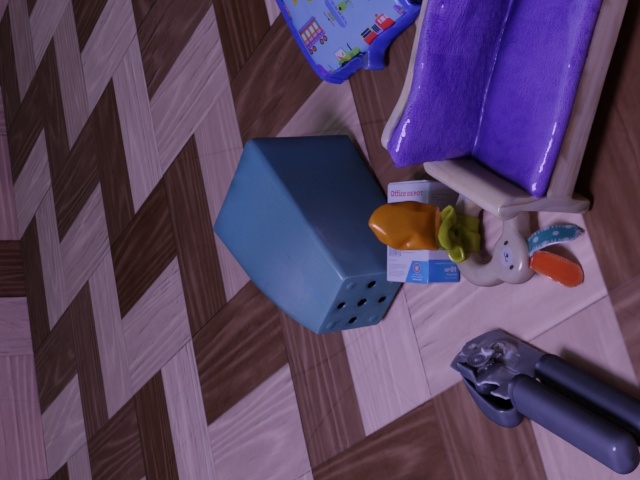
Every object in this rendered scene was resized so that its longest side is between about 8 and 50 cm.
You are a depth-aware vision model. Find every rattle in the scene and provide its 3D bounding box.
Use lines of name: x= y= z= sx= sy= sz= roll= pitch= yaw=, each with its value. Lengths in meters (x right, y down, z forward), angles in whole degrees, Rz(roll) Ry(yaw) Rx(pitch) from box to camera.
rattle: x=0.168 y=-0.005 z=1.186 sx=0.130 sy=0.142 sz=0.200 roll=-61 pitch=31 yaw=11

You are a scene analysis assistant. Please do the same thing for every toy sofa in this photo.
toy sofa: x=0.200 y=-0.212 z=1.087 sx=0.150 sy=0.177 sz=0.363 roll=40 pitch=123 yaw=54

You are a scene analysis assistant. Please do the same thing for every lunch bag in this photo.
lunch bag: x=0.027 y=-0.360 z=1.457 sx=0.221 sy=0.138 sz=0.293 roll=-32 pitch=72 yaw=53

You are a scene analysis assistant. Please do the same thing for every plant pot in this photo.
plant pot: x=0.000 y=0.000 z=1.460 sx=0.234 sy=0.165 sz=0.165 roll=55 pitch=136 yaw=33

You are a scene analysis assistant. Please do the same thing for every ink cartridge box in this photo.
ink cartridge box: x=0.124 y=-0.011 z=1.340 sx=0.088 sy=0.052 sz=0.122 roll=2 pitch=93 yaw=60

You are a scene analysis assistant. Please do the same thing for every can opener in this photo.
can opener: x=0.240 y=0.171 z=1.144 sx=0.283 sy=0.076 sz=0.095 roll=29 pitch=147 yaw=56
